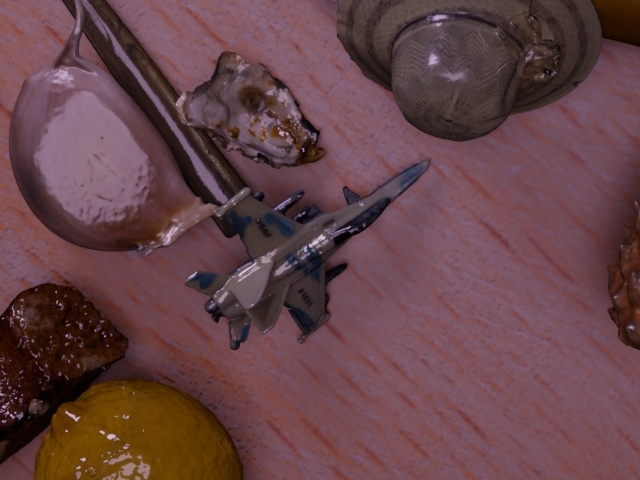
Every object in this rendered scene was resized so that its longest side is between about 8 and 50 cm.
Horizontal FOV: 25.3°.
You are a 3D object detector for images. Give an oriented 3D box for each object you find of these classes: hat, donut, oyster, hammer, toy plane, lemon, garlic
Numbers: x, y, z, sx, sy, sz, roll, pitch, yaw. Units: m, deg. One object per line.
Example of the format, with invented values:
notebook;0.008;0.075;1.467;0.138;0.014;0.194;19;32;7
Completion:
hat;0.123;-0.150;1.272;0.252;0.252;0.110;9;59;5
donut;-0.305;0.142;1.435;0.126;0.144;0.186;52;127;4
oyster;-0.064;-0.115;1.396;0.148;0.051;0.103;37;65;-7
hammer;-0.199;-0.192;1.408;0.168;0.044;0.440;-36;92;8
toy plane;-0.006;-0.004;1.394;0.262;0.088;0.192;-40;127;-14
lemon;-0.175;0.234;1.385;0.192;0.192;0.231;-36;121;9
garlic;-0.237;-0.099;1.376;0.148;0.128;0.267;-35;111;-12

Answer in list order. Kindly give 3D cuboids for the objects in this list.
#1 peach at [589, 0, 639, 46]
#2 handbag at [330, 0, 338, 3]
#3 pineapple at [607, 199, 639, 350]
peach;0.304;-0.296;1.296;0.251;0.153;0.251;0;85;2
handbag;0.041;-0.311;1.330;0.205;0.116;0.179;23;95;-3
pineapple;0.391;-0.062;1.282;0.222;0.223;0.357;11;98;4
